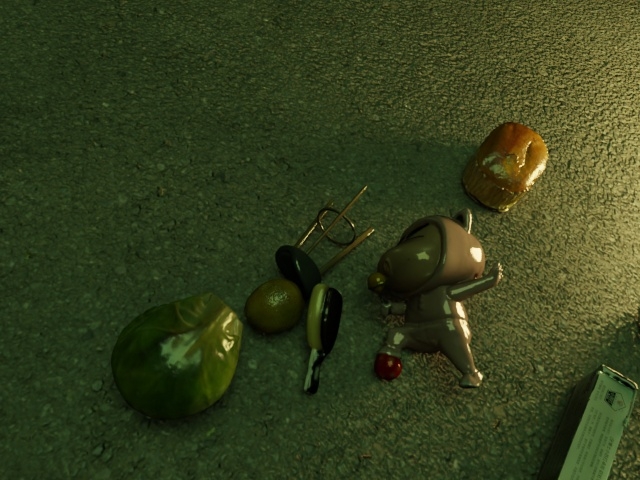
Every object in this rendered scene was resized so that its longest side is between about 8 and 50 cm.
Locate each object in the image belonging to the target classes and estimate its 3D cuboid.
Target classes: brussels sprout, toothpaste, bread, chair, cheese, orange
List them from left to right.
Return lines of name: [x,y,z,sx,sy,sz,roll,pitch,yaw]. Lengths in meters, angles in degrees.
brussels sprout: [-0.191,0.158,0.704,0.180,0.144,0.161,-35,35,-15]
orange: [-0.072,0.103,0.790,0.095,0.085,0.085,-31,68,-11]
cheese: [0.000,0.154,0.786,0.036,0.086,0.162,3,69,21]
chair: [0.001,0.000,0.872,0.095,0.104,0.221,12,46,33]
bread: [0.377,-0.155,1.030,0.132,0.114,0.190,34,63,8]
toothpaste: [0.369,0.326,0.737,0.071,0.089,0.313,31,58,17]

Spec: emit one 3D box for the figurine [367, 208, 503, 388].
figurine: [0.173,0.082,0.809,0.186,0.176,0.287,21,68,-28]

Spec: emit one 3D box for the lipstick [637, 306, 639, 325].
lipstick: [0.729,0.167,0.913,0.289,0.076,0.077,13,55,-6]
